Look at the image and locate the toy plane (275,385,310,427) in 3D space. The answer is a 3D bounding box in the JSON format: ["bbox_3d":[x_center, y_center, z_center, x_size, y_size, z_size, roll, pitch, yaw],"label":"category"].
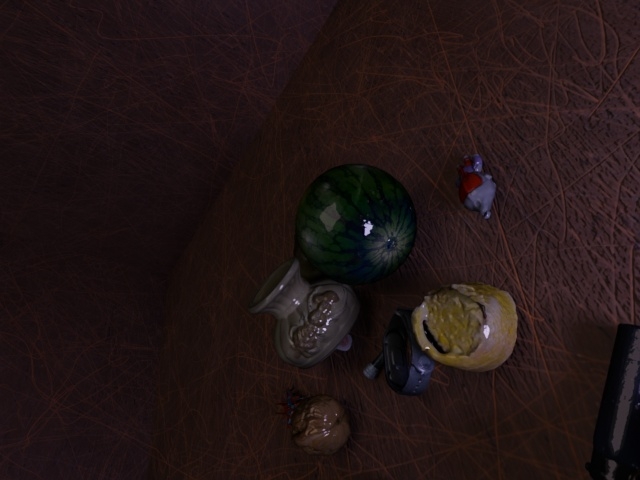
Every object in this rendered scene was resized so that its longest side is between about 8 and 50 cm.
[{"bbox_3d":[-0.078,0.529,1.298,0.189,0.061,0.130,-37,42,36],"label":"toy plane"}]

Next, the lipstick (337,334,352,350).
[{"bbox_3d":[0.024,0.311,1.277,0.186,0.063,0.057,-12,59,62],"label":"lipstick"}]

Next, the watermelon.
[{"bbox_3d":[0.096,-0.046,1.113,0.363,0.364,0.362,-35,44,43],"label":"watermelon"}]

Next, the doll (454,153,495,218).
[{"bbox_3d":[0.373,-0.129,0.974,0.227,0.075,0.102,-91,22,-48],"label":"doll"}]

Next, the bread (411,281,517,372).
[{"bbox_3d":[0.296,0.169,0.825,0.197,0.171,0.196,-17,64,40],"label":"bread"}]

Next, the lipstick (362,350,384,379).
[{"bbox_3d":[0.160,0.320,1.075,0.116,0.037,0.037,-55,33,16],"label":"lipstick"}]

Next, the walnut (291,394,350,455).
[{"bbox_3d":[-0.007,0.512,1.110,0.184,0.156,0.155,-40,41,42],"label":"walnut"}]

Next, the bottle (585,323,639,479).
[{"bbox_3d":[0.465,0.251,0.598,0.082,0.072,0.244,177,111,-76],"label":"bottle"}]

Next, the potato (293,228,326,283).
[{"bbox_3d":[0.000,0.000,1.388,0.210,0.173,0.307,-42,43,40],"label":"potato"}]

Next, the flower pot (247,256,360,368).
[{"bbox_3d":[-0.061,0.203,1.197,0.307,0.244,0.307,-46,11,12],"label":"flower pot"}]

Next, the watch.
[{"bbox_3d":[0.204,0.260,0.952,0.193,0.069,0.206,111,164,-56],"label":"watch"}]
